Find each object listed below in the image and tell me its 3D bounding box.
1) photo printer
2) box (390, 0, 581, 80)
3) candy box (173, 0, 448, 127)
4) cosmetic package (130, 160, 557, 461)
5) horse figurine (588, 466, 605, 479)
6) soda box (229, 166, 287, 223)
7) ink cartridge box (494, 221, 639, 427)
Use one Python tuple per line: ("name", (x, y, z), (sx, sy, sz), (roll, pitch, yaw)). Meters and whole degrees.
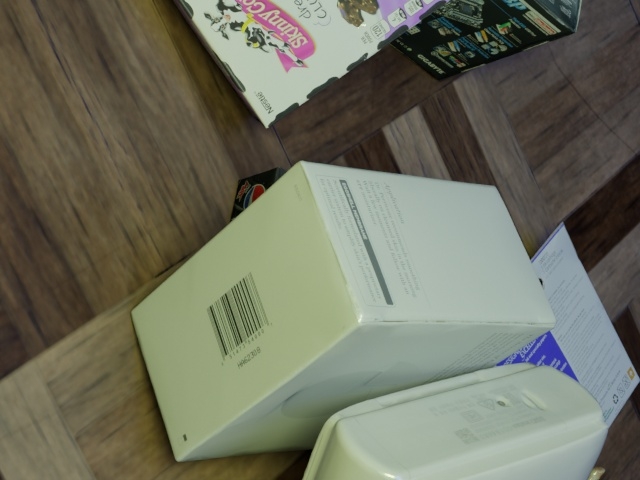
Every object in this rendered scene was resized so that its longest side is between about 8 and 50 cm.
("photo printer", (0.073, 0.255, 1.093), (0.256, 0.107, 0.307), (-8, 128, -42))
("box", (0.111, -0.244, 1.314), (0.220, 0.175, 0.051), (31, 58, -35))
("candy box", (-0.017, -0.219, 1.178), (0.196, 0.070, 0.165), (-36, 110, -2))
("cosmetic package", (0.016, 0.060, 1.084), (0.225, 0.224, 0.138), (6, 55, -44))
("horse figurine", (0.229, 0.301, 1.352), (0.174, 0.066, 0.263), (-49, 125, -15))
("soda box", (0.000, 0.000, 1.225), (0.169, 0.053, 0.060), (30, 59, -37))
("ink cartridge box", (0.236, 0.120, 1.437), (0.206, 0.045, 0.208), (-44, 112, -42))
